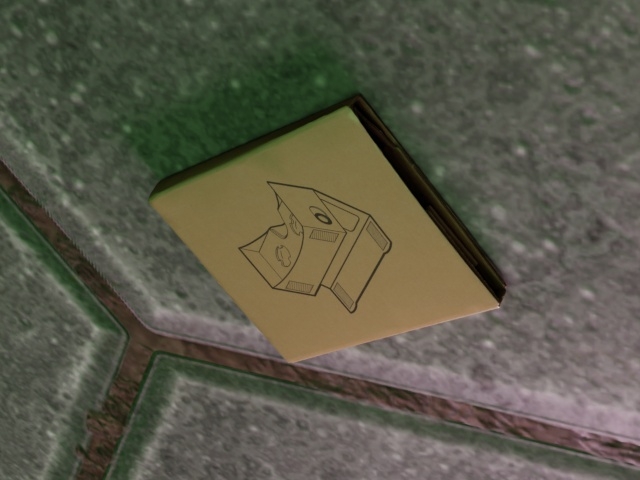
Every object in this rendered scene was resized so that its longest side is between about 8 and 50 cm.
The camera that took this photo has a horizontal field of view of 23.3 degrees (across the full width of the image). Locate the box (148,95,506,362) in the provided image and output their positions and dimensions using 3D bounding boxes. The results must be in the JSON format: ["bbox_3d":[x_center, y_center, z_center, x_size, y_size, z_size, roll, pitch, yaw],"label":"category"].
[{"bbox_3d":[0.000,0.000,1.016,0.201,0.021,0.164,-19,118,44],"label":"box"}]
